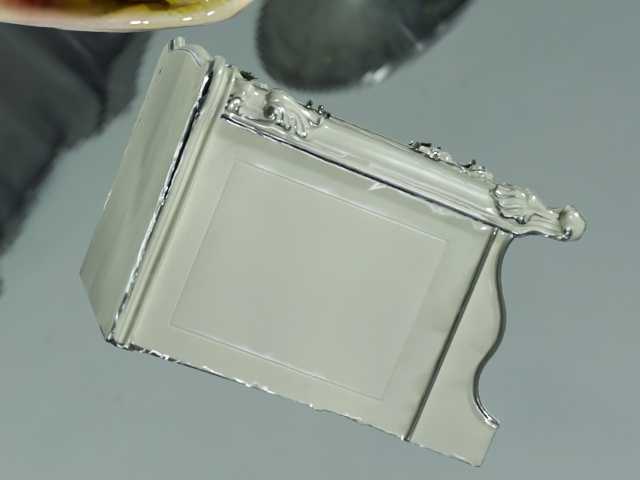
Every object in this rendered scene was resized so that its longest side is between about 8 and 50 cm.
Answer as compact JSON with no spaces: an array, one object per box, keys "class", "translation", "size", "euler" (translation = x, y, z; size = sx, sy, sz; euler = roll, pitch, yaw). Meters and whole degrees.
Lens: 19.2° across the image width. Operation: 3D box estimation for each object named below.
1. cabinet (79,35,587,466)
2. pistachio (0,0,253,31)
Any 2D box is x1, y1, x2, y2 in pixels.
[{"class":"cabinet","translation":[0.000,0.000,1.533],"size":[0.290,0.318,0.227],"euler":[-140,71,-76]},{"class":"pistachio","translation":[-0.109,-0.160,0.870],"size":[0.200,0.117,0.145],"euler":[5,40,31]}]
